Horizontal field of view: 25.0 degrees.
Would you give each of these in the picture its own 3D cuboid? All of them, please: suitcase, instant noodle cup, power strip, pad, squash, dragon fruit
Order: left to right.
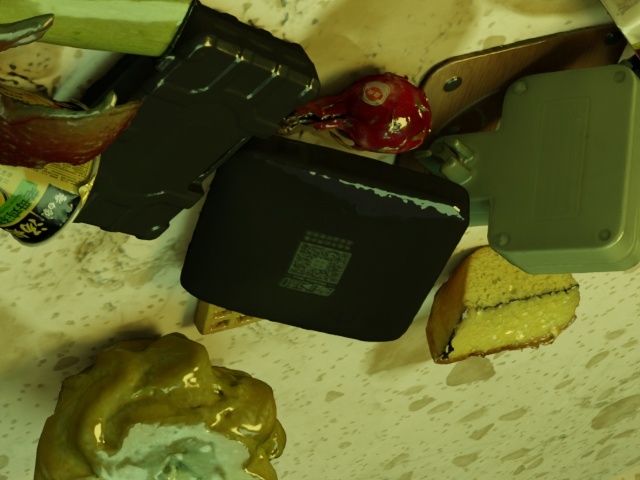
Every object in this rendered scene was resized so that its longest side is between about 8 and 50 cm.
[{"bbox_3d":[-0.297,-0.079,1.346,0.122,0.151,0.151,19,129,-42],"label":"instant noodle cup"},{"bbox_3d":[-0.219,-0.207,1.204,0.288,0.137,0.137,-7,146,-29],"label":"squash"},{"bbox_3d":[-0.158,-0.114,1.472,0.285,0.066,0.206,-40,149,24],"label":"suitcase"},{"bbox_3d":[0.038,-0.137,1.582,0.191,0.094,0.094,-2,145,-18],"label":"dragon fruit"},{"bbox_3d":[0.227,-0.150,1.786,0.284,0.018,0.286,-15,148,-20],"label":"pad"},{"bbox_3d":[0.241,-0.086,1.672,0.261,0.229,0.141,-3,159,33],"label":"power strip"}]

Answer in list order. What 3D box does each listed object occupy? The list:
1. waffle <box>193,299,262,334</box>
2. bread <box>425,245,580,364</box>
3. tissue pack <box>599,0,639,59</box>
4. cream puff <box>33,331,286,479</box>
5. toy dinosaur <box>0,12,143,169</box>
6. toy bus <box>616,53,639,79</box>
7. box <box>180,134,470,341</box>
[{"bbox_3d":[-0.069,0.063,1.887,0.191,0.032,0.125,-16,148,-23],"label":"waffle"},{"bbox_3d":[0.246,0.083,2.070,0.260,0.134,0.129,-12,138,-35],"label":"bread"},{"bbox_3d":[0.388,-0.285,1.601,0.149,0.099,0.106,-34,151,14],"label":"tissue pack"},{"bbox_3d":[-0.222,0.239,1.878,0.323,0.270,0.274,-23,117,-8],"label":"cream puff"},{"bbox_3d":[-0.310,-0.137,1.186,0.327,0.112,0.206,-3,143,-8],"label":"toy dinosaur"},{"bbox_3d":[0.425,-0.192,1.697,0.090,0.106,0.185,-36,-173,-2],"label":"toy bus"},{"bbox_3d":[0.000,0.000,1.683,0.290,0.073,0.289,13,141,-9],"label":"box"}]
